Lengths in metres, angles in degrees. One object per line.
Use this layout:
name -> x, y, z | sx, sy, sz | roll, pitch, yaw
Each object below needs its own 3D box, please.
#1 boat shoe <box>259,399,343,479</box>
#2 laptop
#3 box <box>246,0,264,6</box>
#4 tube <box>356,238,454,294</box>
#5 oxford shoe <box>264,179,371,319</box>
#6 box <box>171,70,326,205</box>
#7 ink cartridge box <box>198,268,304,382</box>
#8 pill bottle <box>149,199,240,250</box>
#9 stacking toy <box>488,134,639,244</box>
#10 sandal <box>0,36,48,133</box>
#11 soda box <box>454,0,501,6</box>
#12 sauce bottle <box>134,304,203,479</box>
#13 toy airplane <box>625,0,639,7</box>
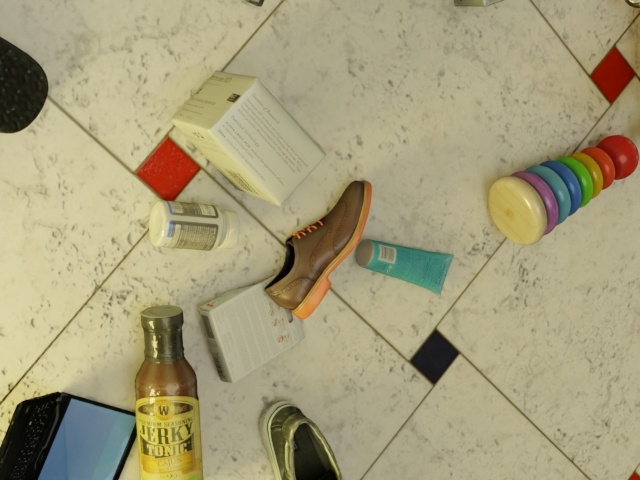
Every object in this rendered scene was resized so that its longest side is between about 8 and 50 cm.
boat shoe -> -0.016, 0.449, 2.035 | 0.121, 0.119, 0.335 | -32, 114, -18
laptop -> -0.422, 0.376, 1.801 | 0.137, 0.264, 0.234 | 22, 90, 7
box -> -0.122, -0.432, 1.840 | 0.083, 0.018, 0.067 | 20, 92, -29
tube -> 0.161, 0.044, 2.079 | 0.207, 0.052, 0.080 | 15, 99, -34
oxford shoe -> 0.000, 0.000, 1.960 | 0.098, 0.097, 0.271 | 32, 80, -16
box -> -0.118, -0.167, 1.809 | 0.119, 0.181, 0.182 | -48, 117, -10
ink cartridge box -> -0.120, 0.146, 1.971 | 0.179, 0.045, 0.145 | -30, 114, -38
pill bottle -> -0.208, -0.023, 1.855 | 0.137, 0.078, 0.078 | 6, 99, -28
stacking toy -> 0.486, -0.118, 2.172 | 0.330, 0.141, 0.141 | -28, 113, -27
sandal -> -0.591, -0.303, 1.596 | 0.167, 0.107, 0.446 | -54, 131, -8
soda box -> 0.269, -0.560, 1.967 | 0.091, 0.098, 0.286 | -23, 110, -21
sauce bottle -> -0.259, 0.282, 1.881 | 0.111, 0.111, 0.344 | -10, 105, -25
toy airplane -> 0.747, -0.342, 2.159 | 0.384, 0.272, 0.386 | 35, 70, -48
